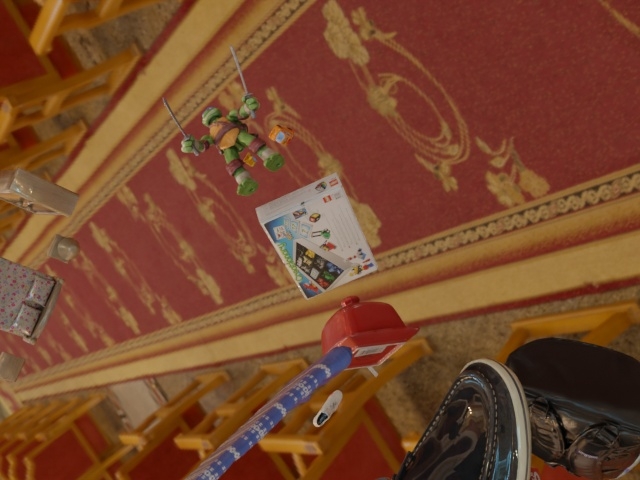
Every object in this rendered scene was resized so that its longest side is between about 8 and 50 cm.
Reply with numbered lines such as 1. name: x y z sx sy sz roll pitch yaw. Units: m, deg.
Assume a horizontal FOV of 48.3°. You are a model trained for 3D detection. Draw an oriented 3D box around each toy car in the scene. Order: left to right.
1. toy car: -0.105 -0.198 1.559 0.040 0.122 0.060 50 -169 34

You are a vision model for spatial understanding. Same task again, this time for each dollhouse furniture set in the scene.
1. dollhouse furniture set: -0.590 0.049 1.260 0.303 0.355 0.174 29 164 -36

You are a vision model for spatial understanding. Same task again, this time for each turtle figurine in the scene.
1. turtle figurine: -0.226 -0.255 1.698 0.266 0.198 0.274 49 151 22

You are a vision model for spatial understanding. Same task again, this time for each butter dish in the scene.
1. butter dish: 0.068 0.154 1.269 0.160 0.160 0.118 -52 48 49

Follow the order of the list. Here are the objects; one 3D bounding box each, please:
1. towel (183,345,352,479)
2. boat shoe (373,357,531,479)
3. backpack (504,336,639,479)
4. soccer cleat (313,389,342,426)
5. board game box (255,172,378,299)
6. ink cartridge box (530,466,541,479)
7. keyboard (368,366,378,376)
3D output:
1. towel: -0.105 0.268 0.898 0.040 0.336 0.243 48 152 6
2. boat shoe: 0.156 0.403 1.026 0.156 0.500 0.187 25 177 -29
3. backpack: 0.498 0.328 1.370 0.290 0.273 0.355 14 139 25
4. soccer cleat: 0.016 0.329 1.394 0.029 0.083 0.035 40 170 -1
5. board game box: 0.000 0.000 1.617 0.305 0.193 0.053 63 -175 -47
6. ink cartridge box: 0.457 0.697 1.737 0.130 0.309 0.272 -23 63 28
7. keyboard: 0.107 0.303 1.933 0.072 0.014 0.256 58 -178 33
